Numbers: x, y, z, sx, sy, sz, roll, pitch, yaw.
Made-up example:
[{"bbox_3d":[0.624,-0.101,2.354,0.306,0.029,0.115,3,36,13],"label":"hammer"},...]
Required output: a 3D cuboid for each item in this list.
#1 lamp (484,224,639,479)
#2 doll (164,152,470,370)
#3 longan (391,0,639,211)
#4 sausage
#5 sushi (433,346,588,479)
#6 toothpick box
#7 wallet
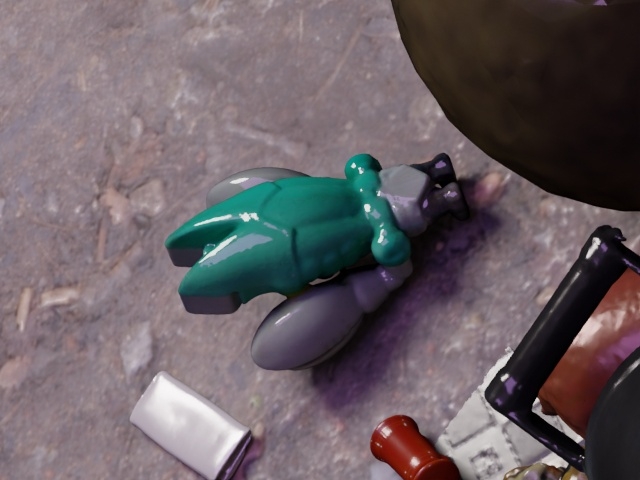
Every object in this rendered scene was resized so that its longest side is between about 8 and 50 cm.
[{"bbox_3d":[0.290,0.177,1.356,0.374,0.272,0.205,35,105,5],"label":"lamp"},{"bbox_3d":[-0.002,0.017,1.762,0.258,0.153,0.195,4,54,15],"label":"doll"},{"bbox_3d":[0.244,-0.218,1.545,0.391,0.391,0.391,-12,66,27],"label":"longan"},{"bbox_3d":[0.280,0.079,1.553,0.254,0.148,0.148,-19,63,23],"label":"sausage"},{"bbox_3d":[0.145,0.259,1.620,0.264,0.050,0.290,36,93,36],"label":"sushi"},{"bbox_3d":[0.080,0.186,1.676,0.047,0.047,0.083,-52,37,4],"label":"toothpick box"},{"bbox_3d":[-0.119,0.171,1.829,0.122,0.025,0.061,30,91,36],"label":"wallet"}]
